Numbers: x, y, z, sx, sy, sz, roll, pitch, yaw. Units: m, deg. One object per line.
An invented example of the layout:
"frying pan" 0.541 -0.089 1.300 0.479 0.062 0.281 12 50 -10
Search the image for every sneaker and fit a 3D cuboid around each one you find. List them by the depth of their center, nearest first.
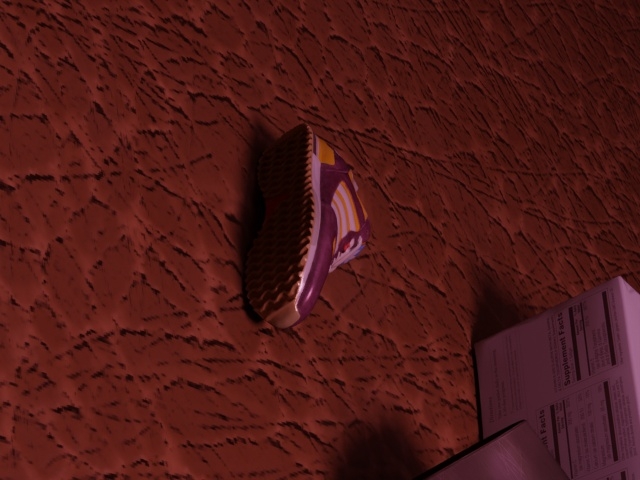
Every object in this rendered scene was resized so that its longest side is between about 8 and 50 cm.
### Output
"sneaker" 0.000 0.000 1.341 0.084 0.069 0.185 39 36 -29

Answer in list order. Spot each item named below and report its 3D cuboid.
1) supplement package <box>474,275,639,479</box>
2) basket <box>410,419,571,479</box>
"supplement package" 0.241 0.203 1.498 0.204 0.145 0.262 39 36 -37
"basket" 0.139 0.247 1.280 0.204 0.154 0.227 -24 82 -38
